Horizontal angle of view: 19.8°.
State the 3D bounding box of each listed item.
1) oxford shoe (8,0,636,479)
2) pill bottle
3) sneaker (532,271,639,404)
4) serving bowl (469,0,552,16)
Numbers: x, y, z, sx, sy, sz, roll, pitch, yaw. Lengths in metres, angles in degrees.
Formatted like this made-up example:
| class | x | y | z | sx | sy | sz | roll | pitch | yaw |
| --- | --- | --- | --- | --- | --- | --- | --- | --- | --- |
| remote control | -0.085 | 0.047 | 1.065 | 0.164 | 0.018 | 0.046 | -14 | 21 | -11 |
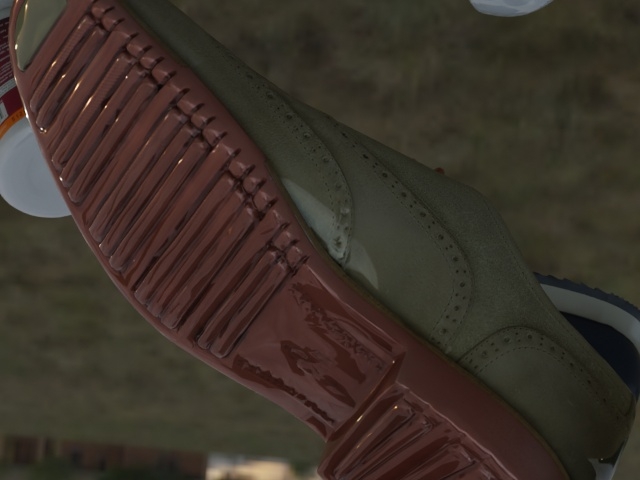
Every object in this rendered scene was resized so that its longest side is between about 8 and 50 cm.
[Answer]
| class | x | y | z | sx | sy | sz | roll | pitch | yaw |
| --- | --- | --- | --- | --- | --- | --- | --- | --- | --- |
| oxford shoe | 0.000 | 0.000 | 0.957 | 0.146 | 0.397 | 0.140 | -42 | 180 | -41 |
| pill bottle | -0.255 | -0.132 | 1.630 | 0.121 | 0.221 | 0.121 | -15 | 136 | -14 |
| sneaker | 0.050 | 0.082 | 1.204 | 0.319 | 0.131 | 0.112 | 7 | 155 | 10 |
| serving bowl | 0.082 | -0.118 | 0.658 | 0.027 | 0.083 | 0.083 | 23 | -179 | 25 |
